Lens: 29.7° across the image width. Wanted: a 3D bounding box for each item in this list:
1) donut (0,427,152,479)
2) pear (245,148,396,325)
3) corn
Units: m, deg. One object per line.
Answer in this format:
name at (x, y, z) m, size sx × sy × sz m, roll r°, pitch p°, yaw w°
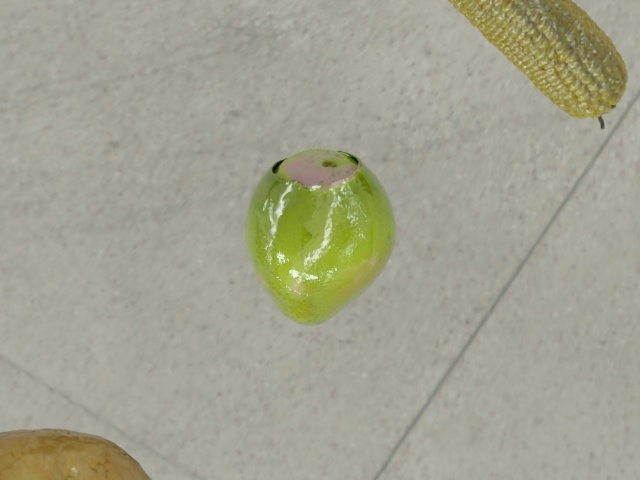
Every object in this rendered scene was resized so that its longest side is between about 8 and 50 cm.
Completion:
donut at (-0.169, 0.248, 0.624) m, size 0.299 × 0.317 × 0.150 m, roll 27°, pitch 137°, yaw -35°
pear at (0.000, 0.000, 1.467) m, size 0.187 × 0.187 × 0.220 m, roll 4°, pitch 124°, yaw 16°
corn at (0.240, -0.243, 1.357) m, size 0.310 × 0.101 × 0.101 m, roll 39°, pitch 122°, yaw -25°
